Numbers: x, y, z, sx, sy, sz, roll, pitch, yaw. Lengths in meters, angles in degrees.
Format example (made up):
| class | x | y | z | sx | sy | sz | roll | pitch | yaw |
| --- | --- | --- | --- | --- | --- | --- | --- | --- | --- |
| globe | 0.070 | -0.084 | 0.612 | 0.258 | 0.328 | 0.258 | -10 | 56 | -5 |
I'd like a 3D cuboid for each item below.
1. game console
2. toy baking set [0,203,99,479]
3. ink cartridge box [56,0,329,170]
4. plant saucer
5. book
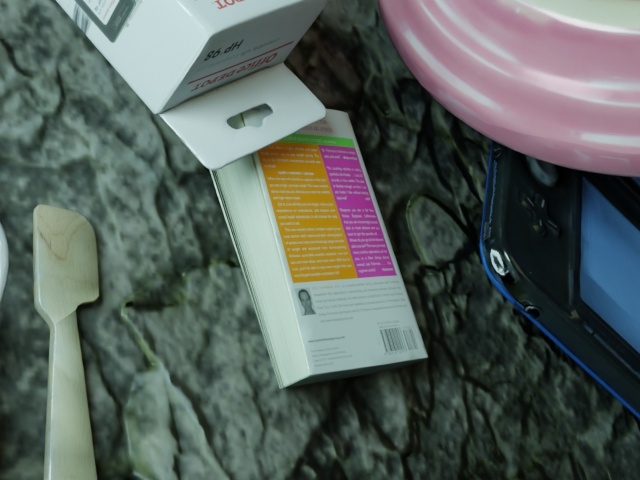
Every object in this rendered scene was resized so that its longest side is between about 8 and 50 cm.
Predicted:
| class | x | y | z | sx | sy | sz | roll | pitch | yaw |
| --- | --- | --- | --- | --- | --- | --- | --- | --- | --- |
| game console | 0.260 | -0.009 | 0.856 | 0.293 | 0.173 | 0.250 | 40 | 34 | -19 |
| toy baking set | -0.152 | 0.074 | 0.532 | 0.256 | 0.030 | 0.196 | -25 | 86 | -47 |
| ink cartridge box | -0.068 | -0.130 | 0.671 | 0.180 | 0.060 | 0.104 | 48 | 41 | 9 |
| plant saucer | 0.193 | -0.193 | 0.809 | 0.084 | 0.332 | 0.332 | 72 | 18 | -57 |
| book | 0.000 | 0.000 | 0.717 | 0.096 | 0.035 | 0.144 | -2 | 70 | -47 |
